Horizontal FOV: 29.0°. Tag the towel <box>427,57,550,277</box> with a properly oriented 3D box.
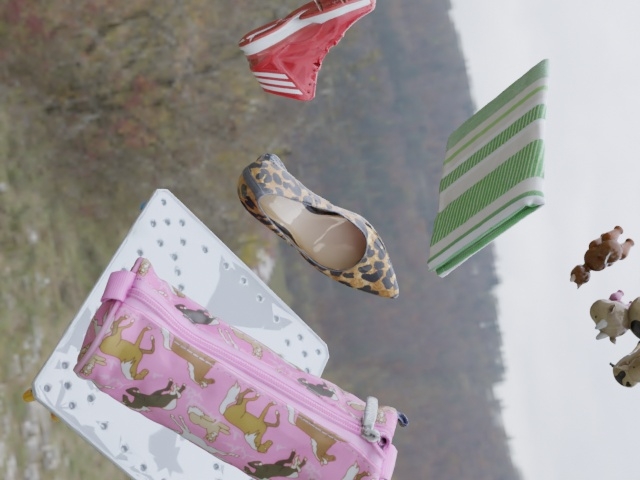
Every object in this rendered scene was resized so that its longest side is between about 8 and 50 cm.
[{"bbox_3d":[0.271,-0.114,1.950,0.038,0.248,0.325,33,42,-19],"label":"towel"}]

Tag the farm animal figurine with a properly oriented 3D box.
[{"bbox_3d":[0.590,0.153,2.254,0.327,0.172,0.330,6,-48,52],"label":"farm animal figurine"}]

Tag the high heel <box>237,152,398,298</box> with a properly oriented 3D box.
[{"bbox_3d":[0.000,0.000,1.539,0.261,0.093,0.186,44,11,-6],"label":"high heel"}]

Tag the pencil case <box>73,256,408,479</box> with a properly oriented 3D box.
[{"bbox_3d":[-0.093,0.175,1.413,0.167,0.386,0.160,-58,-175,15],"label":"pencil case"}]

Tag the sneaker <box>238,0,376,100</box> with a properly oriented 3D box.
[{"bbox_3d":[-0.004,-0.296,1.912,0.087,0.221,0.128,-101,169,-66],"label":"sneaker"}]

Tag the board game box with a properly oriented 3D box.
[{"bbox_3d":[-0.190,0.187,1.773,0.390,0.050,0.390,46,47,-23],"label":"board game box"}]
